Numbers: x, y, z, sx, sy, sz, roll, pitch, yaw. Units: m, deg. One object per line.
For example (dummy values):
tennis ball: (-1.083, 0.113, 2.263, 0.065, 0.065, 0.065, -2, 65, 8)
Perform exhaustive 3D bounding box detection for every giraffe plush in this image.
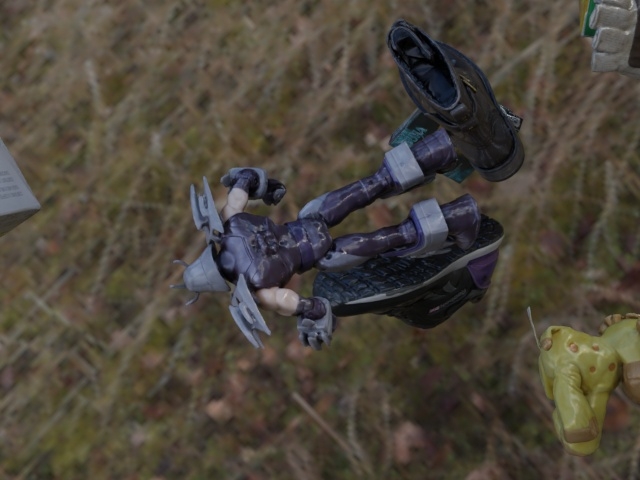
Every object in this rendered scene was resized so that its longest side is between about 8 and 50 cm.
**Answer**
giraffe plush: (0.387, 0.171, 2.051, 0.171, 0.210, 0.181, -14, 3, 2)

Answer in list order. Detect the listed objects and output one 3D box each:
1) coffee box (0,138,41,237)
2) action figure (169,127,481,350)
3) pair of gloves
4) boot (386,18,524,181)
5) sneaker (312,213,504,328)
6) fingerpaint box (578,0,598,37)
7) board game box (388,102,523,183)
coffee box: (-0.544, -0.071, 1.471, 0.334, 0.338, 0.337, -33, -4, 15)
action figure: (0.000, 0.000, 1.374, 0.285, 0.185, 0.099, -19, -9, -14)
pair of gloves: (0.361, -0.267, 1.493, 0.204, 0.240, 0.042, -5, 30, -17)
boot: (0.139, -0.198, 1.806, 0.091, 0.229, 0.263, -41, 54, 7)
sneaker: (0.111, 0.065, 1.837, 0.283, 0.124, 0.107, -18, 36, -36)
fingerpaint box: (0.392, -0.500, 1.682, 0.163, 0.444, 0.371, 5, 39, 4)
board game box: (0.190, -0.155, 2.173, 0.186, 0.126, 0.026, -44, 21, 59)
